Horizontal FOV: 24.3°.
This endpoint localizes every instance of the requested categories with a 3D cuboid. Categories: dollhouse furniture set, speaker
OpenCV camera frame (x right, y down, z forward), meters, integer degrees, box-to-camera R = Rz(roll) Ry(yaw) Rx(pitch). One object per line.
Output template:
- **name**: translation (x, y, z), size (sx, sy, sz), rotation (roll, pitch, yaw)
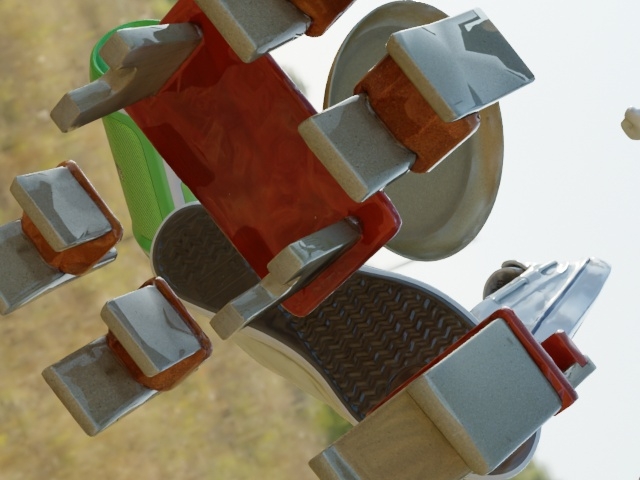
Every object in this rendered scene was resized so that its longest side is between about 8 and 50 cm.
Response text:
- **dollhouse furniture set**: translation (0.000, 0.000, 0.693), size (0.259, 0.262, 0.135), rotation (52, 34, 6)
- **speaker**: translation (-0.175, -0.101, 1.677), size (0.296, 0.131, 0.131), rotation (81, -10, -46)

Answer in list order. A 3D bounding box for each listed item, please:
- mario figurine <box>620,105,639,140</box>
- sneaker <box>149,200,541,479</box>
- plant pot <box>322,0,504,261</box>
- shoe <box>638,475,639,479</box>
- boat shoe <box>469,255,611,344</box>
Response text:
- **mario figurine**: translation (0.460, -0.241, 1.874), size (0.320, 0.170, 0.198), rotation (59, 28, -71)
- **sneaker**: translation (0.026, 0.066, 1.012), size (0.290, 0.106, 0.123), rotation (32, -5, 17)
- **plant pot**: translation (0.080, -0.097, 1.340), size (0.032, 0.236, 0.236), rotation (-5, -67, 45)
- **shoe**: translation (0.369, 0.257, 1.585), size (0.081, 0.063, 0.178), rotation (-79, 175, -56)
- **boat shoe**: translation (0.176, 0.050, 1.220), size (0.084, 0.095, 0.258), rotation (32, 16, 11)
